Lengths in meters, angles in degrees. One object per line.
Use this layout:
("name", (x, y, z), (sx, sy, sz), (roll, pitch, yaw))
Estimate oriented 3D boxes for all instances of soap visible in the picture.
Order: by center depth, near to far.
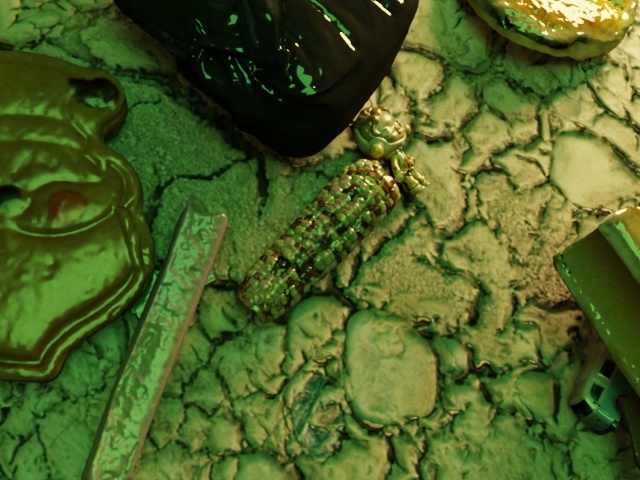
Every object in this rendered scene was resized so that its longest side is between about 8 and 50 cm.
("soap", (0.507, 0.094, 1.136), (0.293, 0.156, 0.335), (-24, 77, -38))

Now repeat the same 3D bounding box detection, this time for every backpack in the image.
("backpack", (-0.099, -0.352, 1.167), (0.445, 0.255, 0.363), (34, 62, 5))

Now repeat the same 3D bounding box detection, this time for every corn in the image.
("corn", (0.000, 0.000, 1.149), (0.092, 0.092, 0.280), (42, 74, 5))

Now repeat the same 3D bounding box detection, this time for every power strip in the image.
("power strip", (-0.205, 0.062, 1.118), (0.136, 0.019, 0.051), (-28, 81, -19))

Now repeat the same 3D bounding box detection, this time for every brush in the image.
("brush", (0.437, 0.349, 1.105), (0.084, 0.071, 0.301), (-13, 84, -21))

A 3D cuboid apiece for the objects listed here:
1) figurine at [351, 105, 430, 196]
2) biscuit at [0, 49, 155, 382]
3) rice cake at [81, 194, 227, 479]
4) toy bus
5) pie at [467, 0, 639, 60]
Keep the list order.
("figurine", (0.104, -0.132, 1.227), (0.143, 0.068, 0.101), (36, 44, -19))
("biscuit", (-0.400, -0.038, 1.083), (0.349, 0.078, 0.456), (-13, 73, -7))
("rice cake", (-0.202, 0.127, 1.055), (0.064, 0.070, 0.399), (22, 74, -12))
("toy bus", (0.393, 0.197, 1.167), (0.074, 0.060, 0.123), (34, 67, 5))
("pie", (0.368, -0.436, 1.377), (0.338, 0.077, 0.339), (4, 67, -10))
